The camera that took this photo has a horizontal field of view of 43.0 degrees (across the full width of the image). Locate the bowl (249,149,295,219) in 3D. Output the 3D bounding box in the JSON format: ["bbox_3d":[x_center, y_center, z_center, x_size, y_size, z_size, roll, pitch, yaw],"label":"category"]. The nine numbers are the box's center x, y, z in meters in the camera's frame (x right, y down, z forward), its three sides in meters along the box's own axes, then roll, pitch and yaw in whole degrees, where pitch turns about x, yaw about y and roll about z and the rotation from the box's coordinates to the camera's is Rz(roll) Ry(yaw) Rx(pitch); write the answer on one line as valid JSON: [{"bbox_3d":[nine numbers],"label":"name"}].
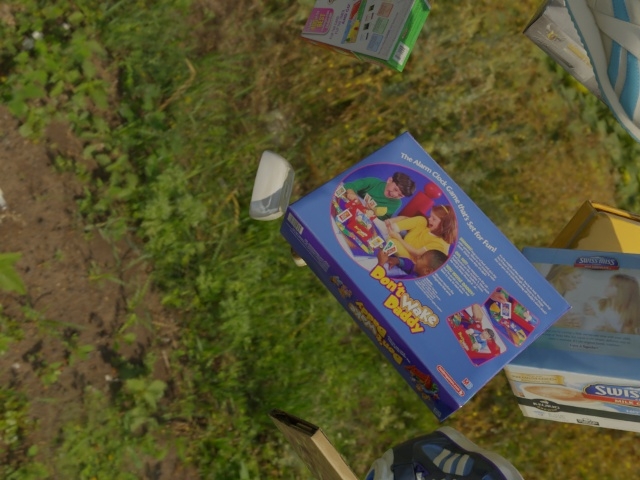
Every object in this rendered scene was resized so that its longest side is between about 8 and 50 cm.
[{"bbox_3d":[-0.093,-0.107,1.649,0.142,0.053,0.142,12,90,-81],"label":"bowl"}]

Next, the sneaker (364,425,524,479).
[{"bbox_3d":[0.214,0.469,1.484,0.236,0.323,0.130,-23,109,-18],"label":"sneaker"}]

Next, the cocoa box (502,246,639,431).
[{"bbox_3d":[0.500,0.167,1.338,0.228,0.347,0.232,55,46,-50],"label":"cocoa box"}]

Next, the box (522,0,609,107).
[{"bbox_3d":[0.441,-0.311,1.235,0.231,0.056,0.183,39,62,-5],"label":"box"}]

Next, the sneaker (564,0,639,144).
[{"bbox_3d":[0.300,-0.171,0.722,0.087,0.092,0.229,-19,80,-35],"label":"sneaker"}]

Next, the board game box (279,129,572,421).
[{"bbox_3d":[0.143,0.039,1.134,0.233,0.078,0.347,-34,75,-26],"label":"board game box"}]

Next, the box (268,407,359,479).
[{"bbox_3d":[0.015,0.331,1.156,0.021,0.164,0.201,-41,105,-20],"label":"box"}]

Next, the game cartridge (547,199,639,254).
[{"bbox_3d":[0.529,0.080,1.589,0.285,0.324,0.053,13,38,-27],"label":"game cartridge"}]

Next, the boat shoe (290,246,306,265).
[{"bbox_3d":[0.000,0.000,1.521,0.135,0.045,0.050,-32,61,-19],"label":"boat shoe"}]

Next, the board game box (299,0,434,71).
[{"bbox_3d":[0.119,-0.572,2.015,0.064,0.316,0.242,21,95,-50],"label":"board game box"}]
